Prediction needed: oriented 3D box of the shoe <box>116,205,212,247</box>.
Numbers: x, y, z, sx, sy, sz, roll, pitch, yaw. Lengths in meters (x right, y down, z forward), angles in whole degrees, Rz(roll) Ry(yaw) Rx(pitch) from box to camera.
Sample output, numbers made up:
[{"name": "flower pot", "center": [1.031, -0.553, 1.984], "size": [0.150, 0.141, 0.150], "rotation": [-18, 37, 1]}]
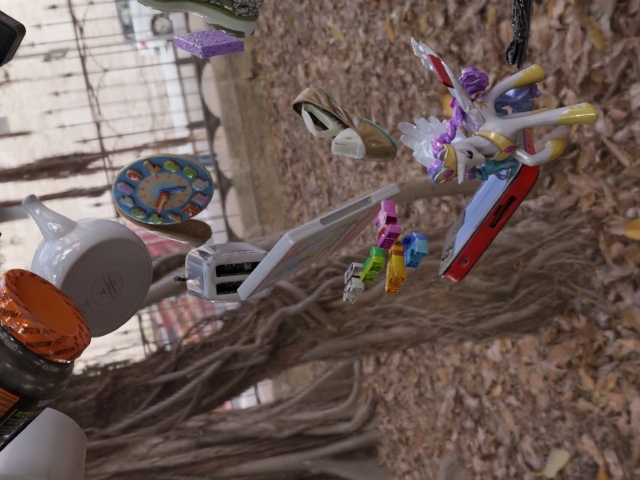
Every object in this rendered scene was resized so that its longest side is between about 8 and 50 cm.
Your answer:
[{"name": "shoe", "center": [-0.352, -0.037, 1.626], "size": [0.058, 0.219, 0.077], "rotation": [-43, 30, 53]}]

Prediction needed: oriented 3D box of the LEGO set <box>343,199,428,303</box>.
[{"name": "LEGO set", "center": [0.108, 0.013, 1.161], "size": [0.227, 0.087, 0.093], "rotation": [118, 157, -54]}]

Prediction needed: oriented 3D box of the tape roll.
[{"name": "tape roll", "center": [-0.584, 0.461, 1.409], "size": [0.169, 0.246, 0.246], "rotation": [-107, 12, -53]}]

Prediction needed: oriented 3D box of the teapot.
[{"name": "teapot", "center": [-0.468, 0.060, 1.435], "size": [0.187, 0.252, 0.256], "rotation": [25, 101, 35]}]

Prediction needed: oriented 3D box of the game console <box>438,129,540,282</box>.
[{"name": "game console", "center": [0.432, -0.094, 1.911], "size": [0.386, 0.060, 0.342], "rotation": [-58, 6, 26]}]

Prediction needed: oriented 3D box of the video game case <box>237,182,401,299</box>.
[{"name": "video game case", "center": [0.000, 0.000, 1.305], "size": [0.025, 0.285, 0.204], "rotation": [55, 138, 10]}]

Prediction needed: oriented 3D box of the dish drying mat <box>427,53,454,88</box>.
[{"name": "dish drying mat", "center": [0.214, -0.302, 1.305], "size": [0.008, 0.032, 0.083], "rotation": [-45, 43, 33]}]

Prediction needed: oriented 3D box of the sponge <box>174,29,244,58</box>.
[{"name": "sponge", "center": [-0.292, -0.511, 1.896], "size": [0.210, 0.117, 0.031], "rotation": [36, 138, 53]}]

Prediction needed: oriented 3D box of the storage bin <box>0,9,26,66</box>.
[{"name": "storage bin", "center": [-0.880, -0.549, 1.904], "size": [0.122, 0.180, 0.084], "rotation": [-54, 18, 15]}]

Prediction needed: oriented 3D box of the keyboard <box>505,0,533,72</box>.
[{"name": "keyboard", "center": [0.293, -0.377, 1.047], "size": [0.317, 0.033, 0.201], "rotation": [70, -148, -59]}]

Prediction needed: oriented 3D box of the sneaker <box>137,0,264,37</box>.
[{"name": "sneaker", "center": [-0.276, -0.602, 1.619], "size": [0.182, 0.410, 0.158], "rotation": [-42, 56, 37]}]

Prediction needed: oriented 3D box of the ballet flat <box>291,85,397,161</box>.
[{"name": "ballet flat", "center": [0.048, -0.299, 1.966], "size": [0.342, 0.124, 0.116], "rotation": [43, 147, 24]}]

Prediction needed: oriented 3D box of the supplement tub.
[{"name": "supplement tub", "center": [-0.518, 0.213, 1.087], "size": [0.207, 0.338, 0.207], "rotation": [47, -176, -4]}]

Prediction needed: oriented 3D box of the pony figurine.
[{"name": "pony figurine", "center": [0.340, -0.262, 1.571], "size": [0.303, 0.363, 0.351], "rotation": [84, 162, -44]}]

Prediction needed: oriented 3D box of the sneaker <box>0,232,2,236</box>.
[{"name": "sneaker", "center": [-0.727, -0.005, 1.506], "size": [0.051, 0.089, 0.170], "rotation": [-41, 13, 37]}]

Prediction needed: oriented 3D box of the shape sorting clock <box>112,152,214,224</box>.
[{"name": "shape sorting clock", "center": [-0.321, -0.100, 1.502], "size": [0.206, 0.206, 0.040], "rotation": [96, 162, -54]}]

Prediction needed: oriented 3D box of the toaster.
[{"name": "toaster", "center": [-0.212, 0.075, 1.678], "size": [0.146, 0.227, 0.129], "rotation": [11, 103, 63]}]
